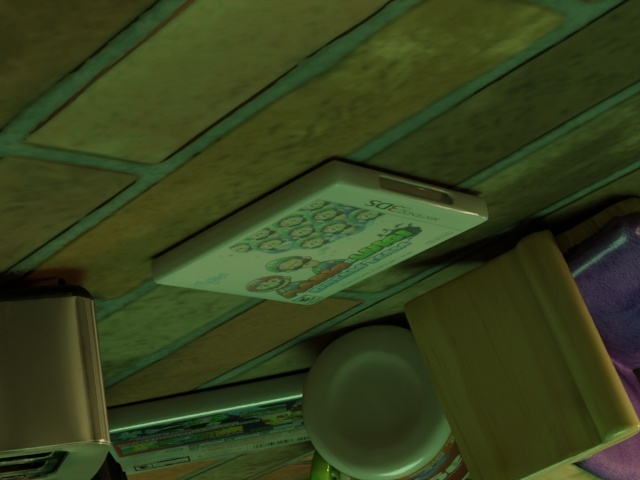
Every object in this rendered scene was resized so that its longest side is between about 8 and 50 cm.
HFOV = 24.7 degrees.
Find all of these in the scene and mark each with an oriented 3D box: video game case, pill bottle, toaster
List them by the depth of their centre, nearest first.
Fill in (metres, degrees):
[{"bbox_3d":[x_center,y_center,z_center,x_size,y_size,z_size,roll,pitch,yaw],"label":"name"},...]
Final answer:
[{"bbox_3d":[0.000,0.000,0.892,0.157,0.019,0.143,-27,156,36],"label":"video game case"},{"bbox_3d":[-0.219,0.102,0.906,0.186,0.110,0.168,-4,160,-23],"label":"toaster"},{"bbox_3d":[0.068,0.149,1.193,0.121,0.121,0.216,-16,161,10],"label":"pill bottle"},{"bbox_3d":[-0.088,0.161,1.283,0.201,0.023,0.183,-10,161,-5],"label":"video game case"}]

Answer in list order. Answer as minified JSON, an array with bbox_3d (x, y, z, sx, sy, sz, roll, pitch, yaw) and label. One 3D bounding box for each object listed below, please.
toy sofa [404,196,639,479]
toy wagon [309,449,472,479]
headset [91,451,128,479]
[{"bbox_3d":[0.222,0.108,1.094,0.177,0.150,0.362,-27,157,16],"label":"toy sofa"},{"bbox_3d":[0.131,0.315,1.527,0.267,0.068,0.344,8,135,13],"label":"toy wagon"},{"bbox_3d":[-0.245,0.238,1.116,0.243,0.185,0.394,-6,-177,14],"label":"headset"}]
